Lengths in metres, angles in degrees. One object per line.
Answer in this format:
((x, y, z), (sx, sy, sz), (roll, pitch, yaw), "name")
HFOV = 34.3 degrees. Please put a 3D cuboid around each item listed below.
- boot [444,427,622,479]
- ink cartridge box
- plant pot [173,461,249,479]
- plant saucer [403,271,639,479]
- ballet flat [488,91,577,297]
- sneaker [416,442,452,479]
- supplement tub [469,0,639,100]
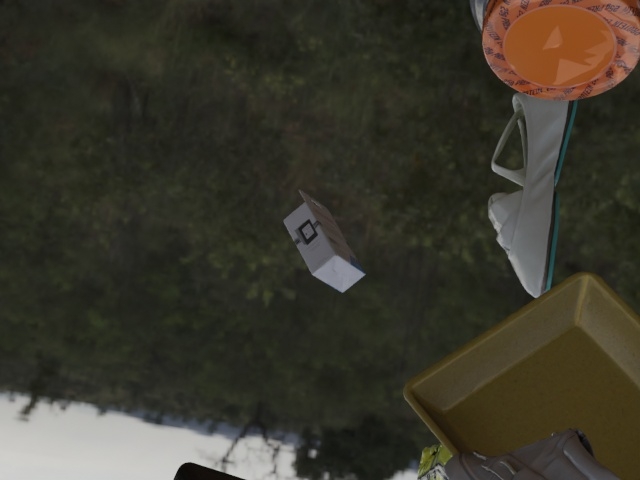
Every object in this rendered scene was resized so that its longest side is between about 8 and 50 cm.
((0.204, 0.227, 0.962), (0.095, 0.123, 0.258), (44, 179, -12), "boot")
((0.000, 0.000, 1.908), (0.060, 0.180, 0.104), (-41, 140, 14), "ink cartridge box")
((-0.074, 0.360, 1.031), (0.187, 0.188, 0.167), (23, -177, -21), "plant pot")
((0.325, 0.243, 1.316), (0.333, 0.333, 0.081), (-29, 152, -21), "plant saucer")
((0.353, -0.090, 1.781), (0.139, 0.400, 0.139), (11, 156, 5), "ballet flat")
((0.216, 0.367, 1.648), (0.145, 0.147, 0.384), (-14, 139, -26), "sneaker")
((0.258, -0.308, 1.075), (0.194, 0.316, 0.193), (8, 144, 6), "supplement tub")
